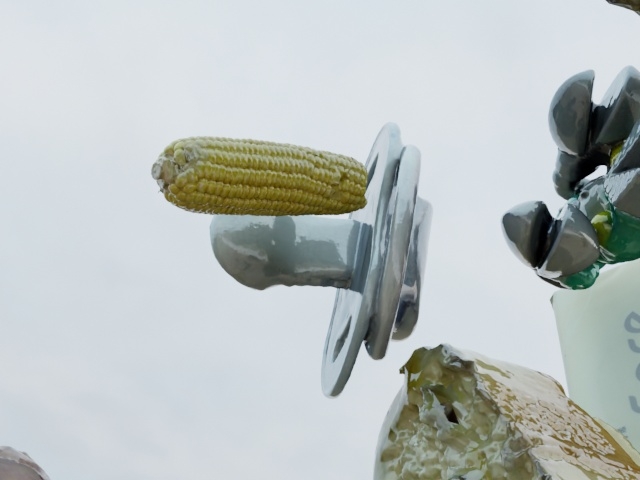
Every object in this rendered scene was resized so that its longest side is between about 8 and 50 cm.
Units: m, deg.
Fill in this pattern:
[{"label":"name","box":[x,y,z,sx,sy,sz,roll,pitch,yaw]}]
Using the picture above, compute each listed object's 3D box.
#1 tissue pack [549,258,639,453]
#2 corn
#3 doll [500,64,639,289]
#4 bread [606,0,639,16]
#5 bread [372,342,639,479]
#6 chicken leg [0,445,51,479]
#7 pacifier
[{"label":"tissue pack","box":[0.461,0.182,1.384,0.332,0.405,0.205,-24,-60,19]},{"label":"corn","box":[-0.048,-0.053,1.034,0.206,0.067,0.067,2,-26,-33]},{"label":"doll","box":[0.235,-0.024,1.087,0.153,0.195,0.258,18,-49,-2]},{"label":"bread","box":[0.281,-0.153,0.827,0.279,0.248,0.315,-27,-64,-3]},{"label":"bread","box":[0.180,0.253,1.062,0.270,0.315,0.211,21,-67,-34]},{"label":"chicken leg","box":[-0.198,0.271,0.695,0.093,0.304,0.113,1,-16,21]},{"label":"pacifier","box":[0.000,0.000,1.138,0.207,0.279,0.227,12,-31,-3]}]
